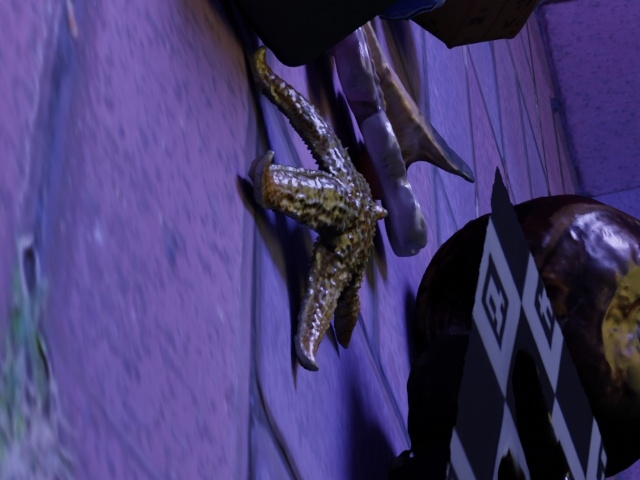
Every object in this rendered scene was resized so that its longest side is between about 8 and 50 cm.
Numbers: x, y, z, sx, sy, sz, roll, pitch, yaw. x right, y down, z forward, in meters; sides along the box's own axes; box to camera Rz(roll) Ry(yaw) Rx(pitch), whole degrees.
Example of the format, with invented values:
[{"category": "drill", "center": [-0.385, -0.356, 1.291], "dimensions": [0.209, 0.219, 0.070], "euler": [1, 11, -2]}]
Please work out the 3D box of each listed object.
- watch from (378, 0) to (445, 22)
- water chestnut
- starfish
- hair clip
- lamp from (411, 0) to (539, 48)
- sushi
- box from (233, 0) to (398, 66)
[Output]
[{"category": "watch", "center": [0.023, -0.315, 1.552], "dimensions": [0.274, 0.068, 0.276], "euler": [21, 58, -72]}, {"category": "water chestnut", "center": [0.174, 0.071, 1.531], "dimensions": [0.238, 0.224, 0.223], "euler": [-9, -86, 61]}, {"category": "starfish", "center": [0.000, 0.000, 1.126], "dimensions": [0.208, 0.053, 0.176], "euler": [54, 36, -52]}, {"category": "hair clip", "center": [0.041, -0.099, 1.377], "dimensions": [0.146, 0.075, 0.257], "euler": [-91, 158, -55]}, {"category": "lamp", "center": [0.140, -0.260, 1.757], "dimensions": [0.185, 0.161, 0.161], "euler": [109, -28, -77]}, {"category": "sushi", "center": [0.082, 0.187, 1.237], "dimensions": [0.373, 0.100, 0.296], "euler": [-76, 151, -43]}, {"category": "box", "center": [0.047, -0.196, 1.090], "dimensions": [0.050, 0.230, 0.160], "euler": [56, 2, 22]}]
